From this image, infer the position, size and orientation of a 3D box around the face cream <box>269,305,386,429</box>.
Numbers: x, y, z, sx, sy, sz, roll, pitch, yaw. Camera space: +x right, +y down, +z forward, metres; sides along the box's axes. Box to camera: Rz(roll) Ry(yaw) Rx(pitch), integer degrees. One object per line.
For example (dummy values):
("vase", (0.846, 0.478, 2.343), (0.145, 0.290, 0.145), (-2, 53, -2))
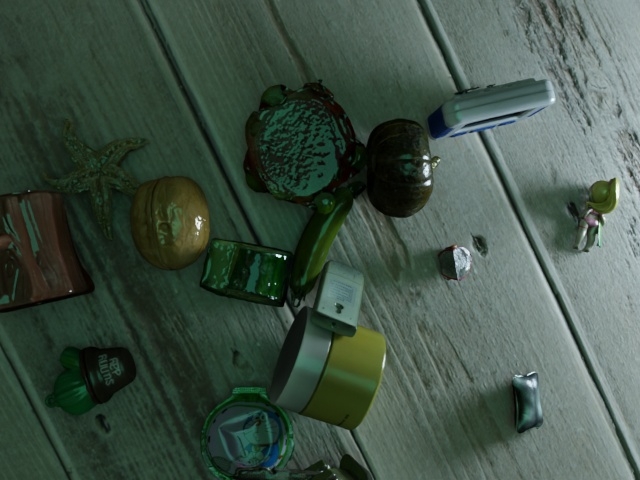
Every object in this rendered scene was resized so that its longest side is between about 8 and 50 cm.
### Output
("face cream", (0.015, 0.268, 1.604), (0.179, 0.218, 0.218), (21, 86, -9))

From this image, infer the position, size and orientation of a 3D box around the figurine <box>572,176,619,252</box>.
("figurine", (0.648, -0.061, 1.786), (0.083, 0.083, 0.187), (20, 96, -8))

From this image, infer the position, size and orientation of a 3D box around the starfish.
("starfish", (-0.465, -0.142, 1.624), (0.236, 0.062, 0.277), (-21, 88, -14))

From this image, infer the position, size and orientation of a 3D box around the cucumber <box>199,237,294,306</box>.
("cucumber", (-0.142, 0.072, 1.606), (0.191, 0.191, 0.130), (9, 89, -9))

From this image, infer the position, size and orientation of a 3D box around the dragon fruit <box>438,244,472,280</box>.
("dragon fruit", (0.308, 0.046, 1.737), (0.060, 0.056, 0.083), (-21, 100, -31))

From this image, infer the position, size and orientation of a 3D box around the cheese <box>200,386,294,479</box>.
("cheese", (-0.157, 0.475, 1.642), (0.204, 0.083, 0.320), (2, 88, -9))

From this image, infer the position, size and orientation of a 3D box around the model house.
("model house", (-0.056, 0.562, 1.586), (0.279, 0.205, 0.218), (7, 87, -15))

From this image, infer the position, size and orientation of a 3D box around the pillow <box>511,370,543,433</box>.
("pillow", (0.478, 0.373, 1.758), (0.091, 0.055, 0.135), (-2, 91, -11))

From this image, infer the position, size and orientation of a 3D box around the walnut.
("walnut", (-0.313, -0.036, 1.588), (0.165, 0.165, 0.197), (3, 86, -9))

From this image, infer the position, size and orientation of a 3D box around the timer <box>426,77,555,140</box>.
("timer", (0.371, -0.295, 1.688), (0.253, 0.178, 0.078), (-13, 87, -10))

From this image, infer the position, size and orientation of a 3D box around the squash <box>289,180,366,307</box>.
("squash", (-0.002, -0.002, 1.675), (0.080, 0.071, 0.318), (26, 79, 11))

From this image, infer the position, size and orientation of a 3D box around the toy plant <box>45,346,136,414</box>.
("toy plant", (-0.489, 0.283, 1.586), (0.200, 0.105, 0.143), (-20, 84, 3))

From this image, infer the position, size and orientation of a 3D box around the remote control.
("remote control", (0.040, 0.119, 1.613), (0.098, 0.233, 0.038), (21, 116, -3))

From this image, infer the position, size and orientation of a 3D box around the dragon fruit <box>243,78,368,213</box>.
("dragon fruit", (-0.038, -0.193, 1.637), (0.268, 0.130, 0.295), (-15, 86, -3))

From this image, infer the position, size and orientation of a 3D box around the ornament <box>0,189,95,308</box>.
("ornament", (-0.588, 0.023, 1.532), (0.235, 0.221, 0.217), (-9, 86, -50))

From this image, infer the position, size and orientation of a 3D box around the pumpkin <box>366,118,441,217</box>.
("pumpkin", (0.181, -0.157, 1.645), (0.162, 0.219, 0.219), (-5, 90, -5))
